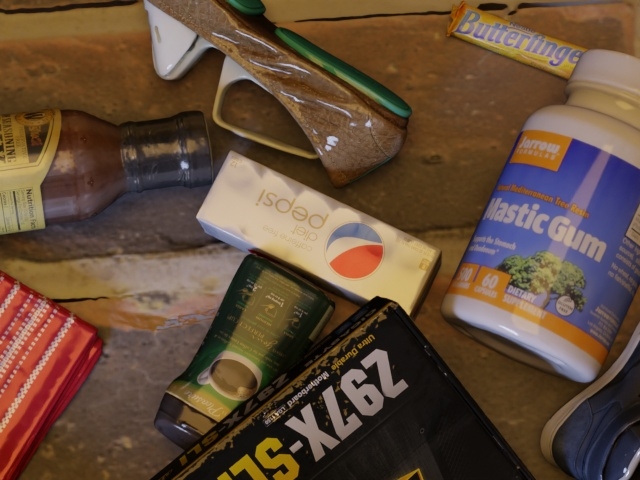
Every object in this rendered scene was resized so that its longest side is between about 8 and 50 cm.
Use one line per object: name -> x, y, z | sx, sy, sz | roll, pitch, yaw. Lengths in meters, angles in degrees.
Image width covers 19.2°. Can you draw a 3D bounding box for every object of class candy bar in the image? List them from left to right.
candy bar -> 0.194, -0.182, 1.771 | 0.161, 0.018, 0.040 | 22, 81, 6

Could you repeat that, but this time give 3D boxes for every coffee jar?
coffee jar -> -0.070, 0.111, 1.697 | 0.096, 0.079, 0.184 | 31, 82, 1

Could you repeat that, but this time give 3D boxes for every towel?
towel -> -0.360, 0.103, 1.740 | 0.275, 0.031, 0.199 | 30, 82, 9

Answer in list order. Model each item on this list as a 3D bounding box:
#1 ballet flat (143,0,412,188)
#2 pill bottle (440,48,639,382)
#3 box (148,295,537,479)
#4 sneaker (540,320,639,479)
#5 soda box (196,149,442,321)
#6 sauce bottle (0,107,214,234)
ballet flat -> -0.074, -0.170, 1.750 | 0.342, 0.116, 0.124 | 39, 103, 6
pill bottle -> 0.226, -0.025, 1.670 | 0.152, 0.152, 0.272 | 24, 81, 7
box -> 0.012, 0.244, 1.631 | 0.322, 0.079, 0.257 | -38, 97, -5
sneaker -> 0.308, 0.137, 1.624 | 0.086, 0.163, 0.226 | 43, 88, -21
soda box -> 0.000, 0.000, 1.720 | 0.216, 0.069, 0.074 | 26, 82, 7
sauce bottle -> -0.272, -0.063, 1.720 | 0.344, 0.111, 0.111 | -9, 79, -10
